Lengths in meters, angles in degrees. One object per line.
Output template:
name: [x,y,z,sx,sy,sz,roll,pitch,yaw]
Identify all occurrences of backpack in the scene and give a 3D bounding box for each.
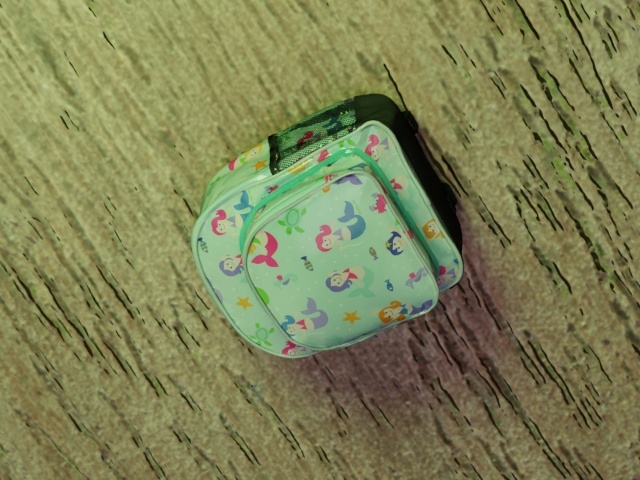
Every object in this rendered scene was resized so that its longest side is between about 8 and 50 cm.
backpack: [0.000,0.000,1.981,0.253,0.191,0.225,-22,114,17]
